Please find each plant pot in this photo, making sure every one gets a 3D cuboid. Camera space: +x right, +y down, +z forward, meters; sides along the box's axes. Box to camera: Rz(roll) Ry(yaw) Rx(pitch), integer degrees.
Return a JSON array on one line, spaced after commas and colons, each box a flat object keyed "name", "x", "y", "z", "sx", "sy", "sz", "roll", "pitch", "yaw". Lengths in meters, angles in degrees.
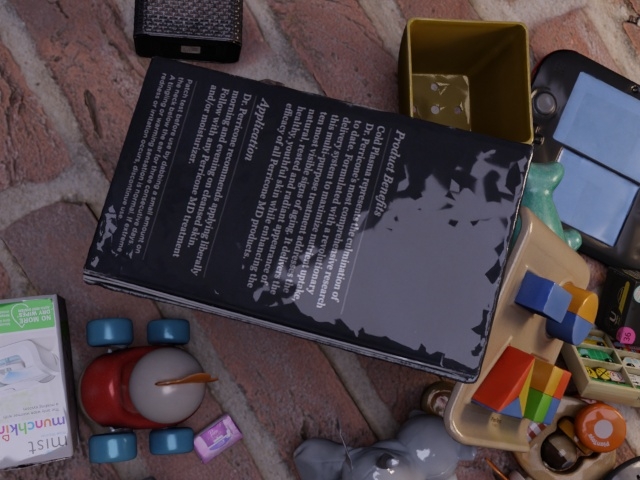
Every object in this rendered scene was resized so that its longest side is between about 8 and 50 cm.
[{"name": "plant pot", "x": 0.231, "y": -0.254, "z": 1.378, "sx": 0.212, "sy": 0.187, "sz": 0.212, "roll": 0, "pitch": 85, "yaw": -11}]

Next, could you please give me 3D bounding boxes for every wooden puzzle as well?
[{"name": "wooden puzzle", "x": 0.331, "y": 0.156, "z": 1.196, "sx": 0.081, "sy": 0.322, "sz": 0.347, "roll": 16, "pitch": 84, "yaw": 37}]

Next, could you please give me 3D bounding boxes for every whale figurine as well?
[{"name": "whale figurine", "x": 0.371, "y": -0.007, "z": 1.378, "sx": 0.216, "sy": 0.141, "sz": 0.271, "roll": 7, "pitch": 102, "yaw": -10}]

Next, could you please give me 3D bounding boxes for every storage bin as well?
[{"name": "storage bin", "x": -0.226, "y": -0.367, "z": 1.340, "sx": 0.180, "sy": 0.122, "sz": 0.084, "roll": 3, "pitch": 84, "yaw": -10}]

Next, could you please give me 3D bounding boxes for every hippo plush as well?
[{"name": "hippo plush", "x": 0.110, "y": 0.369, "z": 1.305, "sx": 0.237, "sy": 0.234, "sz": 0.294, "roll": -24, "pitch": 125, "yaw": -38}]

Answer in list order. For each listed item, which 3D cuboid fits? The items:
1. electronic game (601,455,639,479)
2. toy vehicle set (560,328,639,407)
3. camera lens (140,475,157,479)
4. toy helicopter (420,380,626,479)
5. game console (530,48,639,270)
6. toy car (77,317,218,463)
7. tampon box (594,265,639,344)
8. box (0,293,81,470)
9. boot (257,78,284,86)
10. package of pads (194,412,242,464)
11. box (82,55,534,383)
[{"name": "electronic game", "x": 0.549, "y": 0.484, "z": 1.394, "sx": 0.229, "sy": 0.048, "sz": 0.229, "roll": -10, "pitch": 113, "yaw": -24}, {"name": "toy vehicle set", "x": 0.573, "y": 0.236, "z": 1.410, "sx": 0.267, "sy": 0.166, "sz": 0.035, "roll": 11, "pitch": 121, "yaw": -9}, {"name": "camera lens", "x": -0.340, "y": 0.514, "z": 1.185, "sx": 0.274, "sy": 0.219, "sz": 0.219, "roll": -26, "pitch": 90, "yaw": -11}, {"name": "toy helicopter", "x": 0.344, "y": 0.354, "z": 1.391, "sx": 0.355, "sy": 0.140, "sz": 0.234, "roll": 19, "pitch": 91, "yaw": 3}, {"name": "game console", "x": 0.533, "y": -0.147, "z": 1.487, "sx": 0.387, "sy": 0.060, "sz": 0.341, "roll": 25, "pitch": 81, "yaw": -6}, {"name": "toy car", "x": -0.231, "y": 0.223, "z": 1.198, "sx": 0.210, "sy": 0.238, "sz": 0.219, "roll": 7, "pitch": 75, "yaw": -44}, {"name": "tampon box", "x": 0.614, "y": 0.124, "z": 1.437, "sx": 0.161, "sy": 0.101, "sz": 0.120, "roll": 6, "pitch": 104, "yaw": -10}, {"name": "box", "x": -0.436, "y": 0.203, "z": 1.174, "sx": 0.127, "sy": 0.262, "sz": 0.231, "roll": -5, "pitch": 87, "yaw": -16}, {"name": "boot", "x": -0.098, "y": -0.232, "z": 1.392, "sx": 0.087, "sy": 0.042, "sz": 0.118, "roll": -3, "pitch": 86, "yaw": -13}, {"name": "package of pads", "x": -0.179, "y": 0.336, "z": 1.327, "sx": 0.083, "sy": 0.032, "sz": 0.050, "roll": -34, "pitch": 92, "yaw": -11}, {"name": "box", "x": 0.000, "y": 0.000, "z": 1.115, "sx": 0.472, "sy": 0.480, "sz": 0.297, "roll": 16, "pitch": 84, "yaw": 6}]
